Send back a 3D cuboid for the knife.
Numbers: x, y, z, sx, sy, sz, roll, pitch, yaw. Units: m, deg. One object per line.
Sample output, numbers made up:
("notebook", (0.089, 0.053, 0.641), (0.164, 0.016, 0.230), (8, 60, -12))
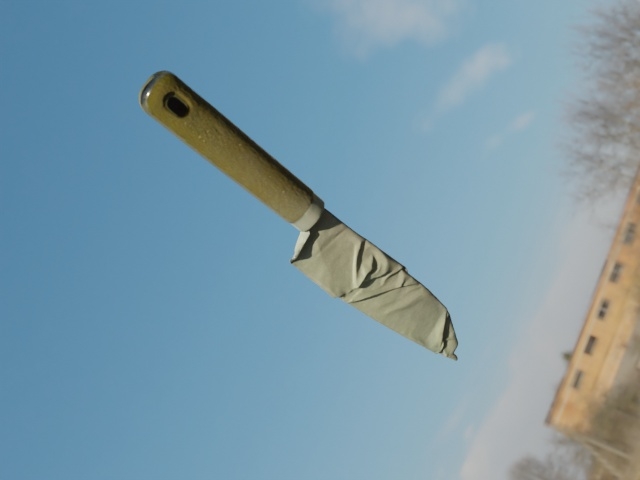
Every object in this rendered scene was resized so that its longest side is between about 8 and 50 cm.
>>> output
("knife", (-0.002, -0.001, 0.635), (0.298, 0.017, 0.047), (38, -102, -35))
